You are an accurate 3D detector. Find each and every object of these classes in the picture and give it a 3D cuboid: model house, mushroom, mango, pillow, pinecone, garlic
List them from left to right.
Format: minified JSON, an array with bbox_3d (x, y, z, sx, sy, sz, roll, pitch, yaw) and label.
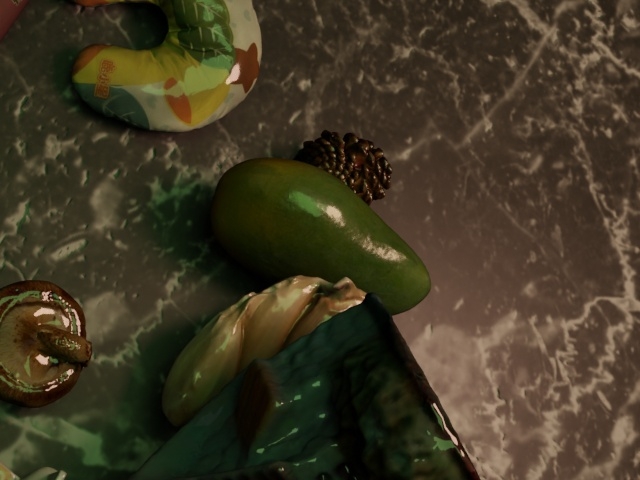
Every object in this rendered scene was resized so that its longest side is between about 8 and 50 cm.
[{"bbox_3d":[-0.286,0.099,1.449,0.127,0.087,0.127,8,72,-25],"label":"mushroom"},{"bbox_3d":[-0.172,-0.228,1.596,0.214,0.086,0.233,-6,81,-14],"label":"pillow"},{"bbox_3d":[-0.029,0.134,1.530,0.217,0.110,0.228,39,94,-22],"label":"garlic"},{"bbox_3d":[-0.004,0.282,1.382,0.339,0.297,0.360,-28,116,2],"label":"model house"},{"bbox_3d":[0.000,0.000,1.563,0.251,0.156,0.114,29,47,-22],"label":"mango"},{"bbox_3d":[0.028,-0.069,1.628,0.109,0.102,0.102,10,72,-31],"label":"pinecone"}]

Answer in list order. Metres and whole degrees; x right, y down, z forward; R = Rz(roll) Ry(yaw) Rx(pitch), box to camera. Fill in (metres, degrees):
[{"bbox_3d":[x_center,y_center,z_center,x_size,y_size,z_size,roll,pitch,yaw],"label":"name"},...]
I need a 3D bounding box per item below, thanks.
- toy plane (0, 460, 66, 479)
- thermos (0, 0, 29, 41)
[{"bbox_3d":[-0.312,0.315,1.365,0.245,0.117,0.244,6,74,-23],"label":"toy plane"},{"bbox_3d":[-0.371,-0.234,1.476,0.109,0.136,0.330,24,66,10],"label":"thermos"}]
